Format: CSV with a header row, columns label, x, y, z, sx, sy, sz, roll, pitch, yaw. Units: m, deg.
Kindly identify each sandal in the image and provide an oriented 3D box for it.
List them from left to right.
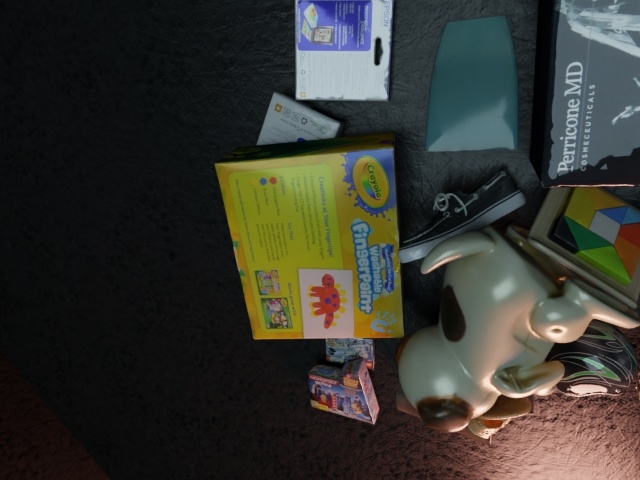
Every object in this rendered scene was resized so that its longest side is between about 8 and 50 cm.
label,x,y,z,sx,sy,sz,roll,pitch,yaw
sandal,0.348,0.395,0.976,0.239,0.088,0.079,-17,100,31

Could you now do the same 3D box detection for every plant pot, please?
label,x,y,z,sx,sy,sz,roll,pitch,yaw
plant pot,0.295,-0.293,0.858,0.165,0.165,0.235,2,103,20

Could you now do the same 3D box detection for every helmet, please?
label,x,y,z,sx,sy,sz,roll,pitch,yaw
helmet,0.576,0.246,0.948,0.161,0.169,0.170,-25,99,43

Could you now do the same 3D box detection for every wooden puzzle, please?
label,x,y,z,sx,sy,sz,roll,pitch,yaw
wooden puzzle,0.525,-0.022,0.835,0.220,0.239,0.044,33,151,6

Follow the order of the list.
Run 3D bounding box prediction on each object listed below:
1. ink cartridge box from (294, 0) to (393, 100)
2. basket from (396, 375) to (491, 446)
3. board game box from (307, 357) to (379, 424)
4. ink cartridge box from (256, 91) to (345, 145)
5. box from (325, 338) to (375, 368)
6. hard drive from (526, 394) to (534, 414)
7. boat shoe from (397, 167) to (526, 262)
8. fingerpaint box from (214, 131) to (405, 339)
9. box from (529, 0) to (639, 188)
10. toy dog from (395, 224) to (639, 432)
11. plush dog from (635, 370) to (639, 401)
label,x,y,z,sx,sy,sz,roll,pitch,yaw
ink cartridge box,0.049,-0.409,0.960,0.208,0.045,0.207,3,111,5
basket,0.314,0.382,1.106,0.226,0.154,0.205,6,104,22
board game box,0.066,0.403,1.234,0.194,0.060,0.194,9,123,19
ink cartridge box,-0.090,-0.158,1.103,0.175,0.069,0.371,28,114,8
box,0.082,0.300,1.226,0.136,0.027,0.094,5,110,19
hard drive,0.476,0.319,1.026,0.022,0.135,0.094,-2,109,21
boat shoe,0.280,-0.057,0.916,0.306,0.113,0.105,-28,90,-6
fingerpaint box,0.000,0.000,1.023,0.370,0.163,0.445,-4,114,11
box,0.588,-0.340,0.659,0.471,0.297,0.481,2,110,22
toy dog,0.322,0.196,0.878,0.395,0.285,0.408,13,118,-31
plush dog,0.726,0.256,0.885,0.210,0.262,0.226,38,112,41
